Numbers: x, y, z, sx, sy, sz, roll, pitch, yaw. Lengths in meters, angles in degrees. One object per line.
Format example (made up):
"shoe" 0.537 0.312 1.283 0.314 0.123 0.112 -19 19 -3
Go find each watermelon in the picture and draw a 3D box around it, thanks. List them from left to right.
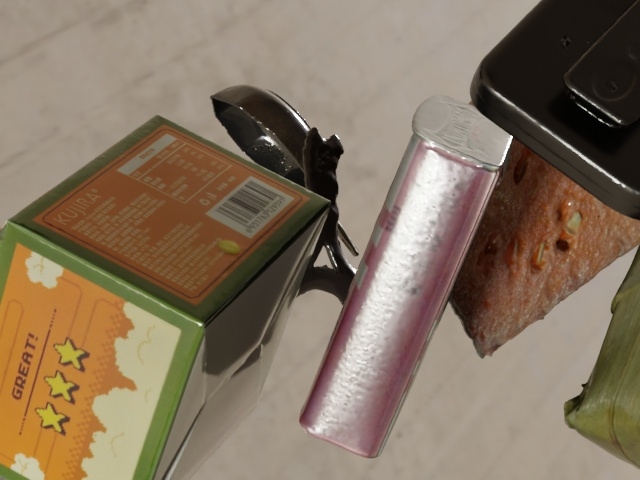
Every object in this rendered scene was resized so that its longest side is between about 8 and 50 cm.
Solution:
"watermelon" 0.155 -0.026 1.415 0.193 0.140 0.257 44 -116 -10

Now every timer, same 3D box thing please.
"timer" 0.194 -0.108 1.124 0.144 0.055 0.187 37 -124 10

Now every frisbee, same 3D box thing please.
"frisbee" 0.000 0.000 1.472 0.211 0.012 0.187 7 -105 -39

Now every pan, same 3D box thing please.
"pan" -0.028 -0.082 1.867 0.048 0.128 0.202 -44 -58 -12

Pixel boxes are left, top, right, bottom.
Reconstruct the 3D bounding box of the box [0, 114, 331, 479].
"box" -0.116 0.049 1.167 0.148 0.178 0.195 27 -149 10

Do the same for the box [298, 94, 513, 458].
"box" 0.058 0.024 1.237 0.069 0.224 0.120 22 -158 4

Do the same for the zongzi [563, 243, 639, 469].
"zongzi" 0.308 0.066 1.216 0.274 0.125 0.251 31 -104 -33

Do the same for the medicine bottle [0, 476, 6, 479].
"medicine bottle" -0.204 0.352 1.495 0.375 0.282 0.123 37 -173 -28
